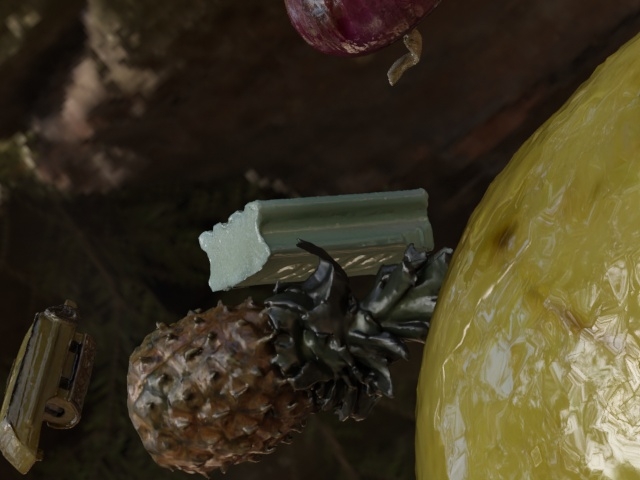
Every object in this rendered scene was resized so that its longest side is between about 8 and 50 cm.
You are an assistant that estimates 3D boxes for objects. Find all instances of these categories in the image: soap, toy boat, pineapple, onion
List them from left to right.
[{"bbox_3d":[-0.302,0.163,1.780,0.068,0.088,0.226,-50,23,38],"label":"toy boat"},{"bbox_3d":[-0.013,0.088,1.353,0.310,0.170,0.141,-22,15,16],"label":"pineapple"},{"bbox_3d":[0.000,0.000,1.495,0.198,0.063,0.114,-6,-13,-34],"label":"soap"},{"bbox_3d":[0.050,-0.251,1.512,0.177,0.153,0.177,-62,12,23],"label":"onion"}]

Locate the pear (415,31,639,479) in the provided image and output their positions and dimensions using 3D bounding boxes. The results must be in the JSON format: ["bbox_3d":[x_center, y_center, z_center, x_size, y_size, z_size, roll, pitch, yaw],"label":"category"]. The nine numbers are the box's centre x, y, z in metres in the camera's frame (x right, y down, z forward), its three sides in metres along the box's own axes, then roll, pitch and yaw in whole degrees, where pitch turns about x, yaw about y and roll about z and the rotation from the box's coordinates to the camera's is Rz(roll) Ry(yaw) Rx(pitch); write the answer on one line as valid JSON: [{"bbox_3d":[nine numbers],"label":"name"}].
[{"bbox_3d":[0.198,0.058,0.422,0.348,0.348,0.348,-35,-19,-14],"label":"pear"}]
